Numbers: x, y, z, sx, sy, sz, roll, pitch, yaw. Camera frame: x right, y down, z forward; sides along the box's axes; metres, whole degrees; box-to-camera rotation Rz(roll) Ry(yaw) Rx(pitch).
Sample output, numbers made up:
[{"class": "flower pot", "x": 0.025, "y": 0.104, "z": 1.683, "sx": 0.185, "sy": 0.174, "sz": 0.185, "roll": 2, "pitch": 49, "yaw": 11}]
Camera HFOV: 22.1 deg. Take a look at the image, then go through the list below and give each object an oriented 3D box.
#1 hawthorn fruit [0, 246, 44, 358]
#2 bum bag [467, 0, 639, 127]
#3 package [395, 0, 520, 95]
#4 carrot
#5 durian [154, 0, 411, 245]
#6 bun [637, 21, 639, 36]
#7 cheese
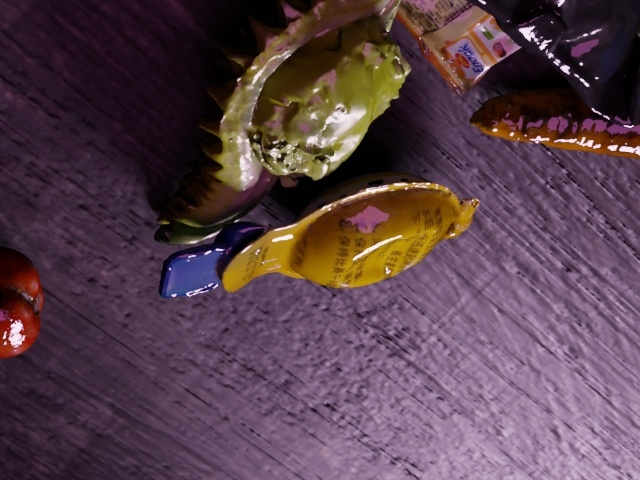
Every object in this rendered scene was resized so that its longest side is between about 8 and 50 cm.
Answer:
[{"class": "hawthorn fruit", "x": -0.244, "y": 0.048, "z": 1.228, "sx": 0.093, "sy": 0.093, "sz": 0.093, "roll": -6, "pitch": 122, "yaw": -9}, {"class": "bum bag", "x": 0.168, "y": -0.189, "z": 1.137, "sx": 0.310, "sy": 0.074, "sz": 0.137, "roll": 28, "pitch": 82, "yaw": -47}, {"class": "package", "x": 0.119, "y": -0.174, "z": 1.201, "sx": 0.121, "sy": 0.031, "sz": 0.108, "roll": -36, "pitch": 122, "yaw": 12}, {"class": "carrot", "x": 0.268, "y": -0.092, "z": 1.267, "sx": 0.314, "sy": 0.066, "sz": 0.066, "roll": 0, "pitch": 121, "yaw": -12}, {"class": "durian", "x": -0.013, "y": -0.120, "z": 1.152, "sx": 0.132, "sy": 0.106, "sz": 0.375, "roll": 27, "pitch": 119, "yaw": -19}, {"class": "bun", "x": 0.320, "y": -0.187, "z": 1.150, "sx": 0.259, "sy": 0.160, "sz": 0.259, "roll": -18, "pitch": 116, "yaw": -42}, {"class": "cheese", "x": 0.000, "y": 0.000, "z": 1.233, "sx": 0.250, "sy": 0.064, "sz": 0.156, "roll": -12, "pitch": 157, "yaw": -18}]
